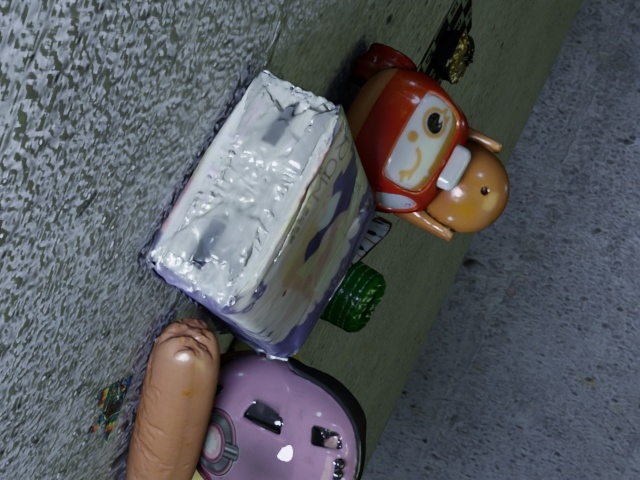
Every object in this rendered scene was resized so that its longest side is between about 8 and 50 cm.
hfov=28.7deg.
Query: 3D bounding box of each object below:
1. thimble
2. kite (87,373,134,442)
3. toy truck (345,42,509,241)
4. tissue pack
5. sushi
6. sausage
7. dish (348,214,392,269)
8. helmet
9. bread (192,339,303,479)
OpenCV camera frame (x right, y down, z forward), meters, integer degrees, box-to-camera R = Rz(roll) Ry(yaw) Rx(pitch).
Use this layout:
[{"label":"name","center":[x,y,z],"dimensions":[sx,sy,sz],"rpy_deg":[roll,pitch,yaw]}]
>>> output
[{"label":"thimble","center":[0.047,0.088,2.028],"dimensions":[0.118,0.090,0.130],"rpy_deg":[-63,166,13]},{"label":"kite","center":[-0.224,0.179,1.345],"dimensions":[0.090,0.004,0.122],"rpy_deg":[-55,165,-35]},{"label":"toy truck","center":[0.131,-0.110,1.634],"dimensions":[0.189,0.239,0.265],"rpy_deg":[-61,165,-5]},{"label":"tissue pack","center":[-0.052,-0.013,1.372],"dimensions":[0.242,0.125,0.344],"rpy_deg":[-60,164,-9]},{"label":"sushi","center":[0.226,-0.304,2.039],"dimensions":[0.192,0.050,0.215],"rpy_deg":[-61,167,-8]},{"label":"sausage","center":[-0.171,0.207,1.434],"dimensions":[0.086,0.086,0.289],"rpy_deg":[-47,158,-50]},{"label":"dish","center":[0.000,0.000,1.656],"dimensions":[0.190,0.066,0.191],"rpy_deg":[-30,164,-10]},{"label":"helmet","center":[-0.070,0.242,1.510],"dimensions":[0.154,0.253,0.198],"rpy_deg":[-20,120,-70]},{"label":"bread","center":[-0.105,0.243,1.786],"dimensions":[0.263,0.198,0.236],"rpy_deg":[42,41,-78]}]
